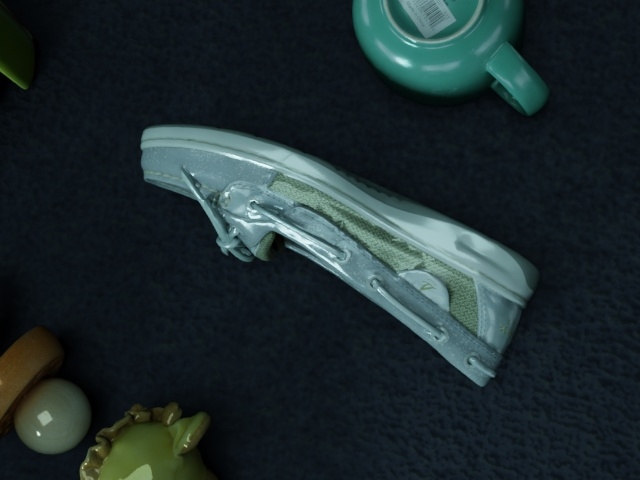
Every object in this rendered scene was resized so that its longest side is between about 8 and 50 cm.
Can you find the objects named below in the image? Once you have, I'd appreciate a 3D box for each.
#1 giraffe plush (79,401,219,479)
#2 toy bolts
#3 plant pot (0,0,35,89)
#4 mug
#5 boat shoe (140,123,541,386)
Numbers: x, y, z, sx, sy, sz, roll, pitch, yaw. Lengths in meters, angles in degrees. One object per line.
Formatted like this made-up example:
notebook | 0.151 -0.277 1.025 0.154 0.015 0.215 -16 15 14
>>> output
giraffe plush | -0.143 0.213 0.842 0.181 0.210 0.170 8 52 25
toy bolts | -0.302 0.169 0.853 0.158 0.218 0.228 39 111 5
plant pot | -0.368 -0.167 0.873 0.207 0.228 0.227 -42 80 -3
mug | 0.102 -0.170 0.847 0.158 0.097 0.129 10 87 11
boat shoe | 0.001 0.001 0.845 0.320 0.118 0.103 24 86 4
